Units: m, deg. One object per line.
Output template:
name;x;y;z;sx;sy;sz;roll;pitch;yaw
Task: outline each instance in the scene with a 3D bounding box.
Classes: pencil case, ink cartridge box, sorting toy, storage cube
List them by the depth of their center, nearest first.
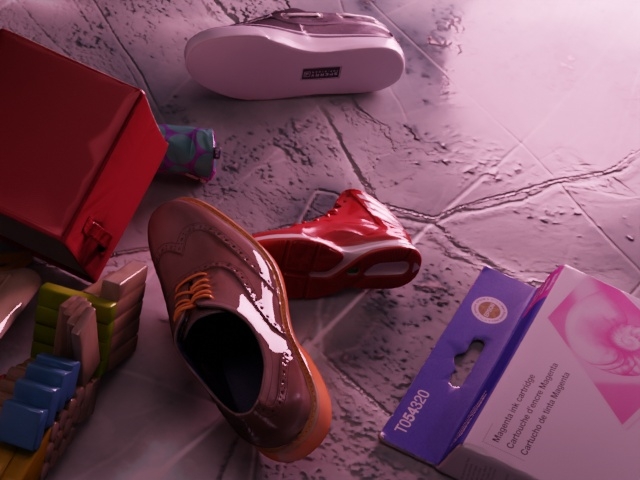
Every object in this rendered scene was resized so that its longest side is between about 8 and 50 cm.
sorting toy;-0.415;0.068;1.814;0.196;0.047;0.347;-6;21;12
ink cartridge box;0.280;0.170;1.922;0.330;0.071;0.324;25;46;11
storage cube;-0.304;-0.091;1.929;0.215;0.183;0.193;24;77;11
pencil case;-0.200;-0.107;2.102;0.152;0.064;0.070;2;74;-9

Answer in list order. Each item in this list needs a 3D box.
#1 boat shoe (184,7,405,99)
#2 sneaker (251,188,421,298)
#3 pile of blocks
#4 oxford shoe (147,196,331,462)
boat shoe;-0.040;-0.258;2.260;0.301;0.108;0.102;-3;46;-18
sneaker;0.000;0.000;2.041;0.221;0.087;0.128;5;33;-20
pile of blocks;-0.301;0.141;1.774;0.113;0.149;0.362;15;43;12
oxford shoe;-0.109;0.071;1.864;0.130;0.133;0.363;-41;54;8
